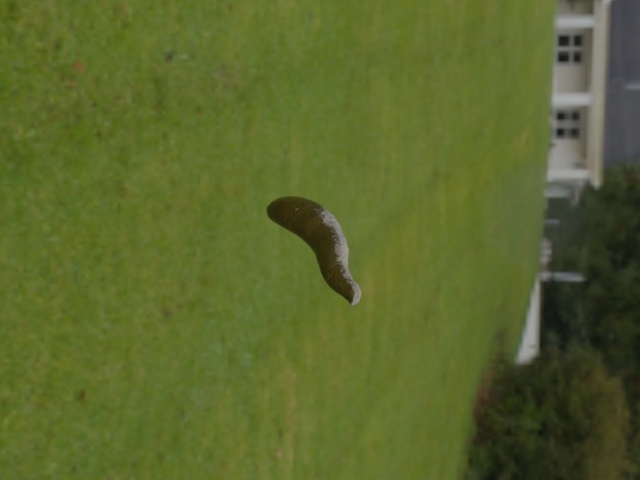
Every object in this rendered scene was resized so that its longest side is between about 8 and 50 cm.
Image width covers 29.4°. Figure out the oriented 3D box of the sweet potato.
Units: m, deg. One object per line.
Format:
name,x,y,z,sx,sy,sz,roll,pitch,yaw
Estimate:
sweet potato,0.003,0.000,1.560,0.249,0.069,0.059,49,-27,44
